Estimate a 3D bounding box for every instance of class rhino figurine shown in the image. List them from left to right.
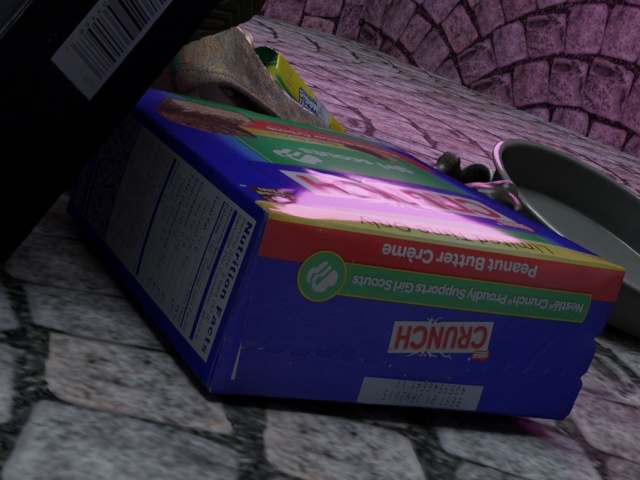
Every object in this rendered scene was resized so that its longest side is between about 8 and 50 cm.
[{"bbox_3d":[0.080,-0.031,1.089,0.106,0.073,0.243,-31,25,-36],"label":"rhino figurine"}]

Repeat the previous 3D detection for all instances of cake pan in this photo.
[{"bbox_3d":[0.285,0.003,1.239,0.293,0.054,0.293,27,24,-13],"label":"cake pan"}]

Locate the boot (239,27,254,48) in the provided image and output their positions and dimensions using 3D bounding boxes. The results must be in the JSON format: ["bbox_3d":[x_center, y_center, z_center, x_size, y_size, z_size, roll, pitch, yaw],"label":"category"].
[{"bbox_3d":[-0.215,-0.210,1.408,0.204,0.095,0.262,8,-1,-35],"label":"boot"}]

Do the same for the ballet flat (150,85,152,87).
[{"bbox_3d":[-0.249,-0.148,1.111,0.400,0.139,0.139,26,15,30],"label":"ballet flat"}]

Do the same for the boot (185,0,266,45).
[{"bbox_3d":[-0.195,-0.201,0.999,0.236,0.089,0.269,-16,25,-26],"label":"boot"}]

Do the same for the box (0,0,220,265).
[{"bbox_3d":[-0.230,-0.221,0.761,0.312,0.343,0.179,37,-6,15],"label":"box"}]

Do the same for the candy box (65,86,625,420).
[{"bbox_3d":[0.000,0.000,0.862,0.268,0.122,0.317,9,16,-30],"label":"candy box"}]

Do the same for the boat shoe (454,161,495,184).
[{"bbox_3d":[0.168,-0.042,1.339,0.268,0.088,0.096,9,16,-34],"label":"boat shoe"}]

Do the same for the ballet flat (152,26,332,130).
[{"bbox_3d":[-0.064,-0.091,1.143,0.108,0.106,0.316,-15,-34,25],"label":"ballet flat"}]

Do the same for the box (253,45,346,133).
[{"bbox_3d":[-0.057,-0.128,1.234,0.105,0.043,0.179,-9,-32,25],"label":"box"}]
